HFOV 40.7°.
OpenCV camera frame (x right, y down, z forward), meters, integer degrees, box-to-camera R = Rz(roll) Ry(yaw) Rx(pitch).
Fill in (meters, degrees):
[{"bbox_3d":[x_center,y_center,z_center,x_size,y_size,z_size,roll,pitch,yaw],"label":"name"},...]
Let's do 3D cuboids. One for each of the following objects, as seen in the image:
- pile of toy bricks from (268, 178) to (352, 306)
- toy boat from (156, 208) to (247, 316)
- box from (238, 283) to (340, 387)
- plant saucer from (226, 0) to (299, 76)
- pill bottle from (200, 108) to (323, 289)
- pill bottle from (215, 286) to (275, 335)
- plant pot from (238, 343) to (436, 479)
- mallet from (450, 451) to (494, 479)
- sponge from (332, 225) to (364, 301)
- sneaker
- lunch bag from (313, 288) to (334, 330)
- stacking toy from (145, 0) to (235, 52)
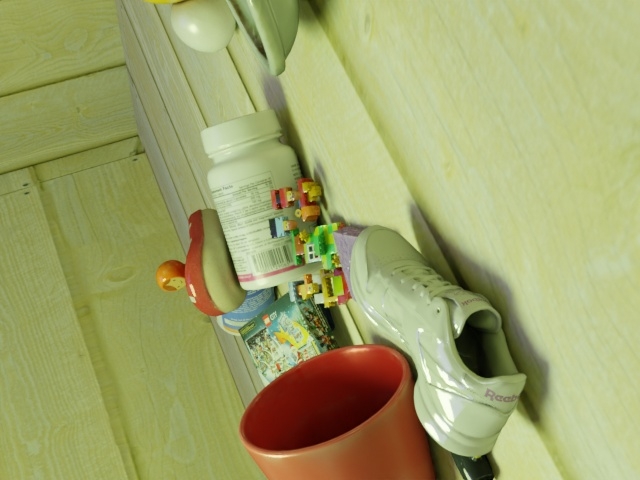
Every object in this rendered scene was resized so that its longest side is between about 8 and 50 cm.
[{"bbox_3d":[0.000,0.000,1.365,0.105,0.118,0.212,-11,86,37],"label":"pile of toy bricks"},{"bbox_3d":[-0.224,0.050,1.559,0.231,0.151,0.151,-111,0,-63],"label":"toy boat"},{"bbox_3d":[-0.058,0.195,1.604,0.233,0.044,0.159,-38,75,52],"label":"box"},{"bbox_3d":[-0.106,-0.414,1.114,0.400,0.100,0.400,64,177,6],"label":"plant saucer"},{"bbox_3d":[-0.100,-0.070,1.480,0.160,0.160,0.283,-179,71,-75],"label":"pill bottle"},{"bbox_3d":[-0.185,0.085,1.996,0.272,0.152,0.152,89,157,-47],"label":"pill bottle"},{"bbox_3d":[0.049,0.325,1.284,0.243,0.275,0.275,66,168,-18],"label":"plant pot"},{"bbox_3d":[0.191,0.223,1.037,0.062,0.039,0.190,-120,23,-45],"label":"mallet"},{"bbox_3d":[0.076,0.044,1.235,0.210,0.031,0.117,-164,57,-72],"label":"sponge"},{"bbox_3d":[0.137,0.080,0.970,0.305,0.114,0.152,61,144,35],"label":"sneaker"},{"bbox_3d":[-0.015,0.143,1.623,0.067,0.065,0.098,-18,92,57],"label":"lunch bag"},{"bbox_3d":[-0.288,-0.523,1.465,0.480,0.350,0.350,62,172,-33],"label":"stacking toy"}]
